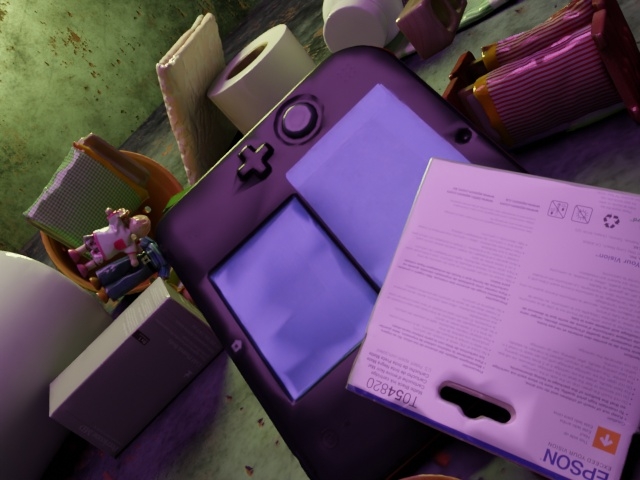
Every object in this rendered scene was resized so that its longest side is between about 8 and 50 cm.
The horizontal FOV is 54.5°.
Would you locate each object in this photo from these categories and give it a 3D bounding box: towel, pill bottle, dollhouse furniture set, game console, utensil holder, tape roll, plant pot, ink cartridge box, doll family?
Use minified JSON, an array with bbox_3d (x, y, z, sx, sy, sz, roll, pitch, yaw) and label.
[{"bbox_3d":[-0.288,-0.336,1.507,0.054,0.331,0.317,1,41,12],"label":"towel"},{"bbox_3d":[0.099,-0.504,1.305,0.169,0.169,0.301,-22,35,36],"label":"pill bottle"},{"bbox_3d":[-0.334,-0.048,1.120,0.151,0.301,0.197,-11,49,54],"label":"dollhouse furniture set"},{"bbox_3d":[0.032,0.008,0.630,0.342,0.060,0.386,-41,61,2],"label":"game console"},{"bbox_3d":[-0.551,0.256,1.000,0.328,0.327,0.385,-19,33,39],"label":"utensil holder"},{"bbox_3d":[-0.121,-0.361,1.463,0.246,0.169,0.246,-33,29,21],"label":"tape roll"},{"bbox_3d":[-0.431,-0.020,1.301,0.291,0.291,0.203,-56,14,-24],"label":"plant pot"},{"bbox_3d":[0.156,0.056,0.503,0.223,0.045,0.224,17,80,32],"label":"ink cartridge box"},{"bbox_3d":[0.267,-0.486,1.263,0.325,0.038,0.247,-15,39,43],"label":"towel"},{"bbox_3d":[-0.290,0.069,1.053,0.163,0.263,0.118,-30,-3,-9],"label":"doll family"},{"bbox_3d":[0.190,-0.279,0.705,0.201,0.374,0.152,-21,30,39],"label":"dollhouse furniture set"}]

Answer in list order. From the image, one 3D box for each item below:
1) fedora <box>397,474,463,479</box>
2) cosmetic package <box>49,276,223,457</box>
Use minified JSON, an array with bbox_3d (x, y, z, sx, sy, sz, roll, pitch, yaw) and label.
[{"bbox_3d":[0.054,0.246,0.448,0.194,0.079,0.194,-33,28,20],"label":"fedora"},{"bbox_3d":[-0.274,0.187,0.929,0.238,0.127,0.107,-48,28,-6],"label":"cosmetic package"}]
